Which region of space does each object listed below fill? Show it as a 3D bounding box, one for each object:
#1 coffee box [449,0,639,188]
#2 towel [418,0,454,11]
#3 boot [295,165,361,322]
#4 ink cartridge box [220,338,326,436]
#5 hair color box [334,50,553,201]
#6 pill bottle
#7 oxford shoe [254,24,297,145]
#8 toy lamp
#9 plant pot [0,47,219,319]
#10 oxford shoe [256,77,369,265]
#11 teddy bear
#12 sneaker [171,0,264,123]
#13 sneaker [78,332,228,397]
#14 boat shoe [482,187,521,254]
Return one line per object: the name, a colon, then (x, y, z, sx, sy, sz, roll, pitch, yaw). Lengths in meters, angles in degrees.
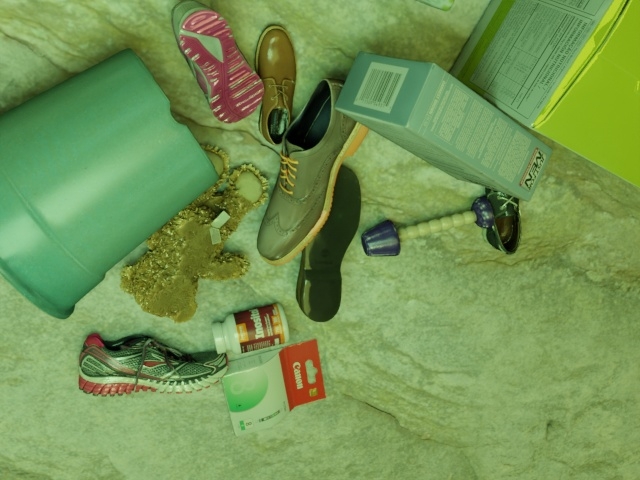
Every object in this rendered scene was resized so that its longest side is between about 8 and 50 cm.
coffee box: (0.499, -0.326, 1.261, 0.337, 0.334, 0.338, 21, 109, -25)
towel: (0.123, -0.578, 1.072, 0.320, 0.090, 0.375, 25, 120, 3)
boot: (0.000, 0.000, 1.433, 0.112, 0.115, 0.306, 10, 95, -20)
ink cartridge box: (-0.100, 0.328, 1.600, 0.224, 0.056, 0.181, -13, 120, -8)
hair color box: (0.226, -0.196, 1.275, 0.374, 0.185, 0.114, 22, 93, -42)
pill bottle: (-0.145, 0.186, 1.490, 0.151, 0.086, 0.086, -13, 120, -10)
oxford shoe: (-0.073, -0.270, 1.276, 0.076, 0.076, 0.212, -6, 117, -11)
toy lamp: (0.219, -0.025, 1.490, 0.274, 0.080, 0.080, -17, 120, -8)
plant pot: (-0.366, -0.109, 1.149, 0.334, 0.341, 0.341, -35, 121, -6)
oxford shoe: (-0.042, -0.126, 1.306, 0.132, 0.130, 0.364, 14, 104, -54)
teddy bear: (-0.238, -0.016, 1.358, 0.245, 0.113, 0.338, 8, 107, -28)
sneaker: (-0.174, -0.307, 1.215, 0.102, 0.111, 0.252, -27, 143, -5)
sneaker: (-0.330, 0.246, 1.453, 0.299, 0.121, 0.112, 1, 96, -23)
boat shoe: (0.390, -0.082, 1.511, 0.083, 0.079, 0.233, -10, 118, -9)
